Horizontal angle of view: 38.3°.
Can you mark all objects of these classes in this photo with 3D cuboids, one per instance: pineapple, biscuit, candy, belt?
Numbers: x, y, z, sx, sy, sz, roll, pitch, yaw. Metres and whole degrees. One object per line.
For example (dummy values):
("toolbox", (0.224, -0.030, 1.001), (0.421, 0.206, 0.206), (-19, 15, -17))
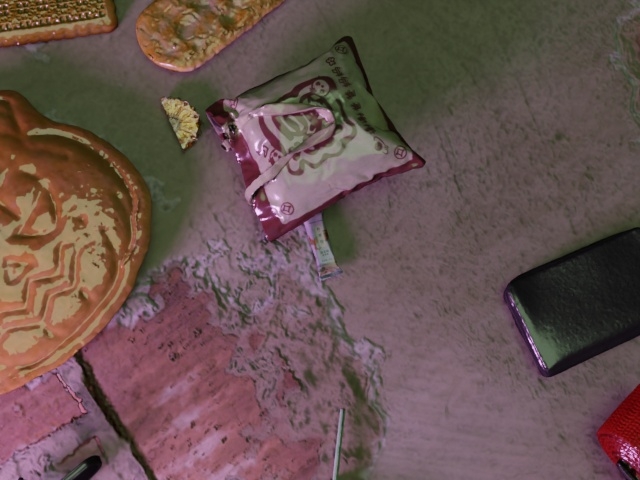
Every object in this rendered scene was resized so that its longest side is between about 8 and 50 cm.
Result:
("pineapple", (-0.187, -0.166, 1.270), (0.045, 0.019, 0.083), (-27, 85, -7))
("biscuit", (-0.418, -0.353, 1.268), (0.254, 0.029, 0.172), (-11, 81, -10))
("candy", (0.019, 0.317, 1.192), (0.060, 0.060, 0.201), (9, 71, -7))
("belt", (0.462, 0.297, 1.217), (0.124, 0.128, 0.201), (-42, 84, -13))
("biscuit", (-0.149, -0.333, 1.302), (0.247, 0.029, 0.118), (-41, 87, -14))
("biscuit", (-0.419, 0.001, 1.180), (0.365, 0.062, 0.385), (37, 76, 1))

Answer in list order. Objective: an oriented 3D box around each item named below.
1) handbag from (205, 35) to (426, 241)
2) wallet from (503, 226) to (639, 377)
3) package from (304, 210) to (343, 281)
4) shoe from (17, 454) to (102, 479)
("handbag", (-0.011, -0.139, 1.239), (0.235, 0.127, 0.213), (-27, 82, 0))
("wallet", (0.387, 0.081, 1.294), (0.250, 0.044, 0.149), (-23, 79, -12))
("package", (0.000, 0.000, 1.265), (0.037, 0.015, 0.110), (-16, 80, -6))
("shoe", (-0.344, 0.307, 1.133), (0.159, 0.062, 0.053), (-37, 73, -13))
